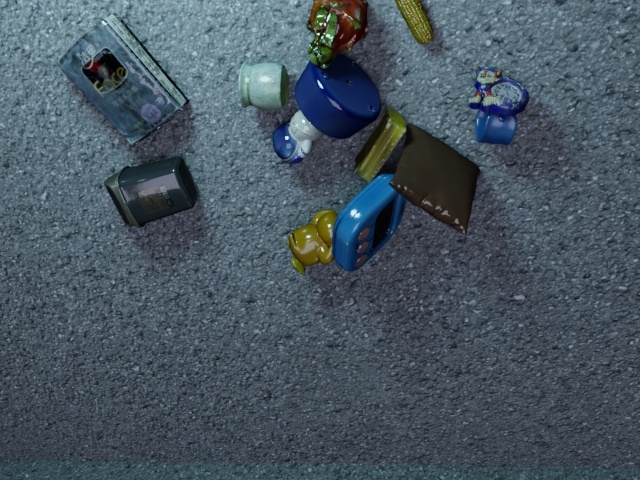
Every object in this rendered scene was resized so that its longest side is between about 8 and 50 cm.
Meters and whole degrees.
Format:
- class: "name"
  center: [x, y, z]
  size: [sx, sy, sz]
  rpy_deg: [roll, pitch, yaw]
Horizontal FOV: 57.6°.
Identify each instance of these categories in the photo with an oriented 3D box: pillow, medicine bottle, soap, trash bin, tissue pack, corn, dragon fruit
- class: "pillow"
  center: [0.375, -0.203, 1.895]
  size: [0.305, 0.307, 0.108]
  rpy_deg: [30, 143, -12]
- class: "medicine bottle"
  center: [-0.183, -0.492, 1.859]
  size: [0.143, 0.147, 0.147]
  rpy_deg: [3, 122, 8]
- class: "soap"
  center: [0.194, -0.315, 1.933]
  size: [0.076, 0.135, 0.233]
  rpy_deg: [26, 121, -10]
- class: "trash bin"
  center: [-0.607, -0.175, 2.089]
  size: [0.290, 0.182, 0.209]
  rpy_deg: [-14, 118, 8]
- class: "tissue pack"
  center: [-0.645, -0.520, 1.910]
  size: [0.259, 0.122, 0.361]
  rpy_deg: [-27, 117, 24]
- class: "corn"
  center: [0.276, -0.682, 1.738]
  size: [0.068, 0.068, 0.207]
  rpy_deg: [-25, 115, 20]
- class: "dragon fruit"
  center: [0.035, -0.640, 1.684]
  size: [0.198, 0.269, 0.200]
  rpy_deg: [5, 134, 39]

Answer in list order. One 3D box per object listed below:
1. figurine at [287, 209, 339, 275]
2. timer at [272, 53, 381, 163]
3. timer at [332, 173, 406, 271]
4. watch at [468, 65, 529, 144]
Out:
- class: "figurine"
  center: [-0.009, 0.001, 2.127]
  size: [0.228, 0.215, 0.215]
  rpy_deg: [-16, 119, 0]
- class: "timer"
  center: [-0.022, -0.385, 1.872]
  size: [0.270, 0.270, 0.383]
  rpy_deg: [37, 132, -16]
- class: "timer"
  center: [0.165, -0.061, 1.983]
  size: [0.115, 0.309, 0.340]
  rpy_deg: [39, 156, 21]
- class: "watch"
  center: [0.547, -0.405, 1.824]
  size: [0.171, 0.196, 0.200]
  rpy_deg: [13, 144, 10]
